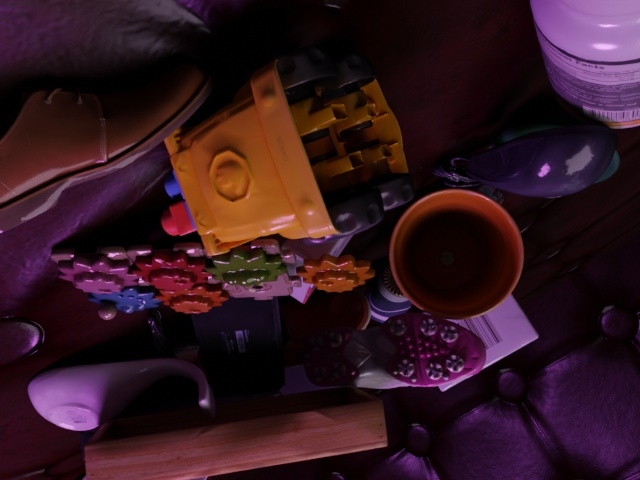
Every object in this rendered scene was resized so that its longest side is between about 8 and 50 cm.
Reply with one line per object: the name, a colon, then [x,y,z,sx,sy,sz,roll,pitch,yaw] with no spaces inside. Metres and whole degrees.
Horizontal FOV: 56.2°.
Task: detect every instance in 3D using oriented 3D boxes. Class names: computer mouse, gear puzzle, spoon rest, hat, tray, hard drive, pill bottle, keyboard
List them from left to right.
spoon rest: [-0.289,0.223,0.881,0.276,0.084,0.137,-4,135,5]
hard drive: [-0.261,0.361,1.181,0.339,0.064,0.237,-3,173,-45]
keyboard: [-0.158,0.143,0.890,0.201,0.033,0.317,-4,136,-4]
gear puzzle: [-0.108,0.053,0.674,0.339,0.044,0.175,-3,156,2]
tray: [-0.125,0.297,0.919,0.411,0.076,0.203,-6,174,-12]
computer mouse: [0.278,-0.088,0.785,0.188,0.072,0.272,0,178,-11]
hat: [0.388,-0.202,0.918,0.208,0.183,0.173,8,161,34]
pill bottle: [0.296,-0.227,0.586,0.162,0.162,0.278,-36,156,15]

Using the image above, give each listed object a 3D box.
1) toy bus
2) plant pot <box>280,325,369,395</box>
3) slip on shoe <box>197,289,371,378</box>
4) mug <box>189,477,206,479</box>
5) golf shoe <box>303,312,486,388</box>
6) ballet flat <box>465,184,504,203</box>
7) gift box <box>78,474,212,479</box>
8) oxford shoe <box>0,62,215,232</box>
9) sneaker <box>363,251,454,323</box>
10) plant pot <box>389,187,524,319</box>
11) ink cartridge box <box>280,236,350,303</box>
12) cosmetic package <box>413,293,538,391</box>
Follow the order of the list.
toy bus: [-0.040,-0.066,0.557,0.211,0.149,0.220,-19,-175,29]
plant pot: [0.003,0.241,1.224,0.187,0.167,0.188,-5,148,-44]
slip on shoe: [-0.052,0.158,1.057,0.331,0.123,0.101,-14,149,-23]
mug: [-0.337,0.447,1.275,0.113,0.169,0.150,-54,133,-39]
golf shoe: [0.127,0.188,0.980,0.306,0.115,0.140,-7,159,31]
ballet flat: [0.300,-0.043,1.088,0.077,0.079,0.221,-33,158,2]
gift box: [-0.404,0.625,1.443,0.276,0.255,0.258,2,140,-46]
oxford shoe: [-0.177,-0.088,0.449,0.212,0.076,0.076,-34,119,-17]
sneaker: [0.210,0.086,1.231,0.282,0.099,0.153,-14,154,-31]
plant pot: [0.221,0.025,1.015,0.205,0.205,0.188,-31,173,5]
ink cartridge box: [0.000,0.000,0.778,0.135,0.056,0.099,-53,172,-33]
cosmetic package: [0.341,0.196,1.413,0.230,0.161,0.453,-32,170,7]
